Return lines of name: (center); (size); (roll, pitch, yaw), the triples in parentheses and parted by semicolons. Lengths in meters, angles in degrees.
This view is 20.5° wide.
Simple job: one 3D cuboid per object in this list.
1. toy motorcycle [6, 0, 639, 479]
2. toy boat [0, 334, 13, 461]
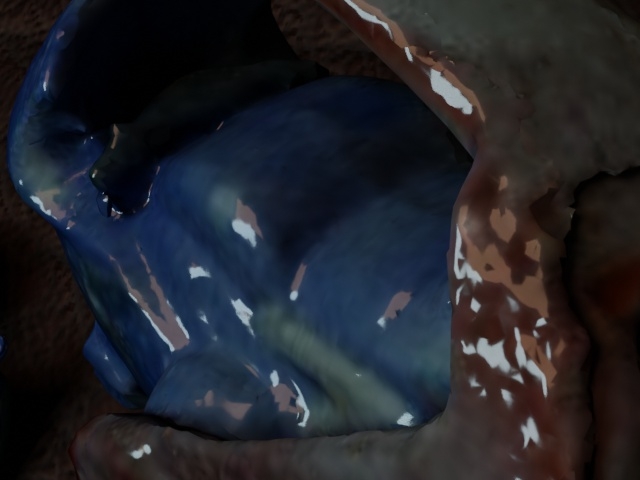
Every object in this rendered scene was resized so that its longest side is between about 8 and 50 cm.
toy motorcycle: (0.018, -0.008, 0.505); (0.319, 0.182, 0.241); (21, 110, 47)
toy boat: (-0.194, 0.085, 0.712); (0.175, 0.110, 0.091); (-37, 47, 20)
